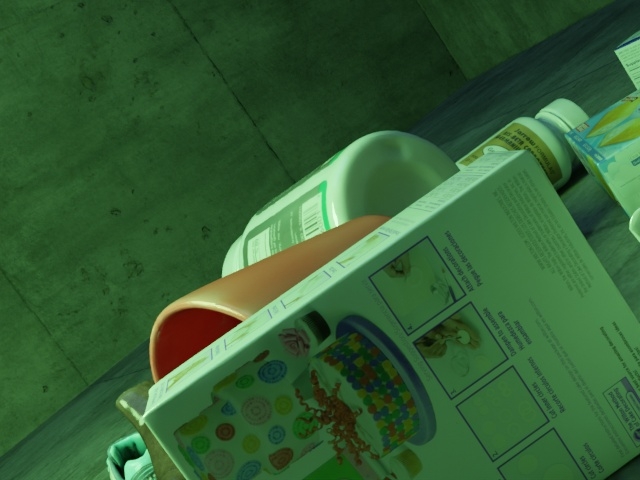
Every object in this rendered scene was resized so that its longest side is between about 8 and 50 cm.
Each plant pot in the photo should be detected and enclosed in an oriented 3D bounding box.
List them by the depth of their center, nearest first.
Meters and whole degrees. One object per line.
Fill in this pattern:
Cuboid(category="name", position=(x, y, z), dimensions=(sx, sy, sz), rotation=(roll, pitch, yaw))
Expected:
Cuboid(category="plant pot", position=(0.012, 0.112, 0.938), dimensions=(0.243, 0.275, 0.275), rotation=(-37, 8, -38))

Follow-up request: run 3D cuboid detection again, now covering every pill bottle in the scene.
Cuboid(category="pill bottle", position=(0.019, 0.013, 1.238), dimensions=(0.204, 0.204, 0.361), rotation=(-40, 6, -32))
Cuboid(category="pill bottle", position=(0.315, -0.118, 1.500), dimensions=(0.229, 0.131, 0.131), rotation=(-36, 8, -12))

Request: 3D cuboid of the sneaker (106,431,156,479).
Cuboid(category="sneaker", position=(-0.225, 0.300, 1.260), dimensions=(0.110, 0.122, 0.283), rotation=(-38, 9, -21))

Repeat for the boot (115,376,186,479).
Cuboid(category="boot", position=(-0.176, 0.251, 1.117), dimensions=(0.207, 0.090, 0.248), rotation=(30, 40, 32))

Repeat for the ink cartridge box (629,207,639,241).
Cuboid(category="ink cartridge box", position=(0.373, -0.040, 0.550), dimensions=(0.353, 0.207, 0.119), rotation=(-31, 10, 17))

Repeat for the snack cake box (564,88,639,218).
Cuboid(category="snack cake box", position=(0.427, -0.127, 1.264), dimensions=(0.152, 0.089, 0.264), rotation=(-33, 8, 12))

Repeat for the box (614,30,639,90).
Cuboid(category="box", position=(0.537, -0.264, 1.443), dimensions=(0.072, 0.137, 0.126), rotation=(-38, 9, -28))

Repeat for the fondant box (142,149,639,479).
Cuboid(category="fondant box", position=(0.071, 0.120, 0.717), dimensions=(0.330, 0.238, 0.096), rotation=(-35, 9, -4))
